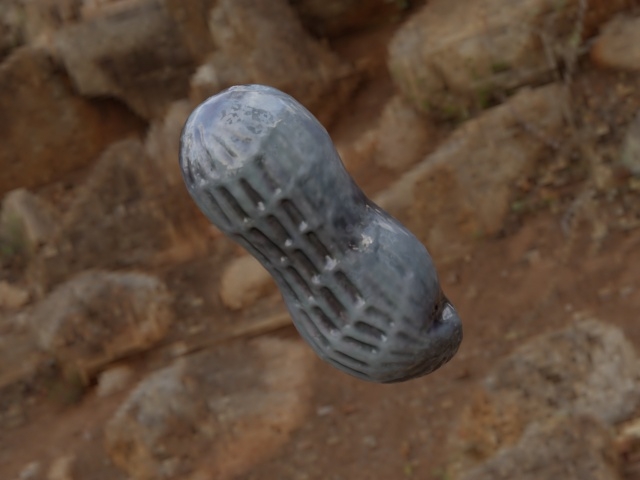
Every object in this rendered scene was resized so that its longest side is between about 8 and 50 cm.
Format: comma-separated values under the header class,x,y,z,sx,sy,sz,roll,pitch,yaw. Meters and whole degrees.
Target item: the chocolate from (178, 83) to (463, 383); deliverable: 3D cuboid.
class,x,y,z,sx,sy,sz,roll,pitch,yaw
chocolate,0.000,0.000,0.752,0.072,0.167,0.072,-36,18,13
